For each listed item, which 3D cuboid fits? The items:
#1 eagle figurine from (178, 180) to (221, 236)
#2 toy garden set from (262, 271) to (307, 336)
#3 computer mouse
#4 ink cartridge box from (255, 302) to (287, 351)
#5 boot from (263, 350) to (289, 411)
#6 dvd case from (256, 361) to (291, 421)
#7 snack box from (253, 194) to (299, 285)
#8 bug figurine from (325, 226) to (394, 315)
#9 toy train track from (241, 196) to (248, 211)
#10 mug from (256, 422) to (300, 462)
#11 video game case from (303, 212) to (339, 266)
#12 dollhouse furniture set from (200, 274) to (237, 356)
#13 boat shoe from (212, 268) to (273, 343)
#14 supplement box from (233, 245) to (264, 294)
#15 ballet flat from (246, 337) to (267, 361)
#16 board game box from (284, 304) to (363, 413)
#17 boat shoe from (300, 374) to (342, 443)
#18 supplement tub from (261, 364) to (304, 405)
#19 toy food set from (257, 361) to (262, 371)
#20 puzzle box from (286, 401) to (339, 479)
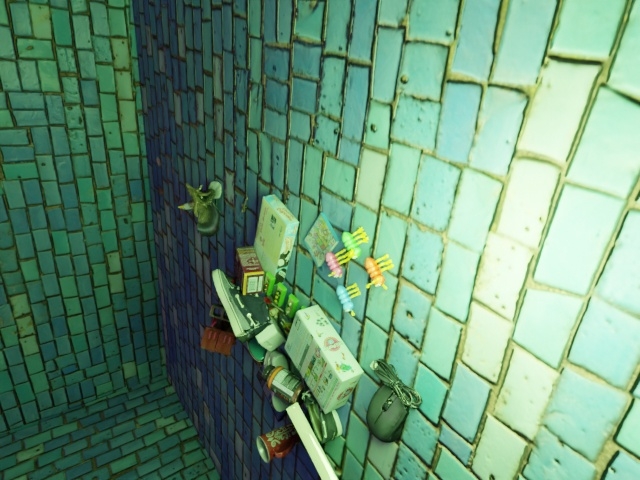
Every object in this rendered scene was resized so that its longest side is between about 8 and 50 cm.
[{"bbox_3d":[-0.609,-0.178,2.151,0.298,0.225,0.226,86,-156,-69],"label":"eagle figurine"},{"bbox_3d":[-0.158,0.274,1.672,0.244,0.049,0.204,41,138,22],"label":"toy garden set"},{"bbox_3d":[0.193,0.514,1.277,0.188,0.072,0.272,38,130,42],"label":"computer mouse"},{"bbox_3d":[-0.243,0.346,1.780,0.212,0.093,0.154,57,176,29],"label":"ink cartridge box"},{"bbox_3d":[-0.195,0.616,1.871,0.123,0.095,0.258,7,98,61],"label":"boot"},{"bbox_3d":[-0.226,0.712,1.995,0.253,0.022,0.180,56,142,27],"label":"dvd case"},{"bbox_3d":[-0.186,0.003,1.665,0.187,0.060,0.322,48,137,34],"label":"snack box"},{"bbox_3d":[0.096,0.095,1.279,0.216,0.072,0.279,63,144,20],"label":"bug figurine"},{"bbox_3d":[-0.334,-0.160,1.871,0.048,0.014,0.083,60,137,35],"label":"toy train track"},{"bbox_3d":[-0.171,0.894,1.844,0.150,0.169,0.113,39,130,42],"label":"mug"},{"bbox_3d":[0.000,0.000,1.436,0.119,0.015,0.166,61,143,22],"label":"video game case"},{"bbox_3d":[-0.454,0.353,2.079,0.201,0.152,0.374,-116,43,-84],"label":"dollhouse furniture set"},{"bbox_3d":[-0.315,0.238,1.707,0.341,0.158,0.127,60,169,25],"label":"boat shoe"},{"bbox_3d":[-0.290,0.118,1.692,0.188,0.080,0.104,-122,35,-48],"label":"supplement box"},{"bbox_3d":[-0.320,0.471,2.015,0.248,0.086,0.086,61,143,25],"label":"ballet flat"},{"bbox_3d":[0.002,0.421,1.503,0.303,0.097,0.224,52,140,34],"label":"board game box"},{"bbox_3d":[-0.017,0.608,1.595,0.303,0.091,0.114,63,143,20],"label":"boat shoe"},{"bbox_3d":[-0.147,0.585,1.719,0.197,0.106,0.106,23,120,30],"label":"supplement tub"},{"bbox_3d":[-0.307,0.567,2.043,0.078,0.019,0.122,-65,37,43],"label":"toy food set"},{"bbox_3d":[0.001,0.828,1.580,0.409,0.052,0.272,55,165,29],"label":"puzzle box"}]
